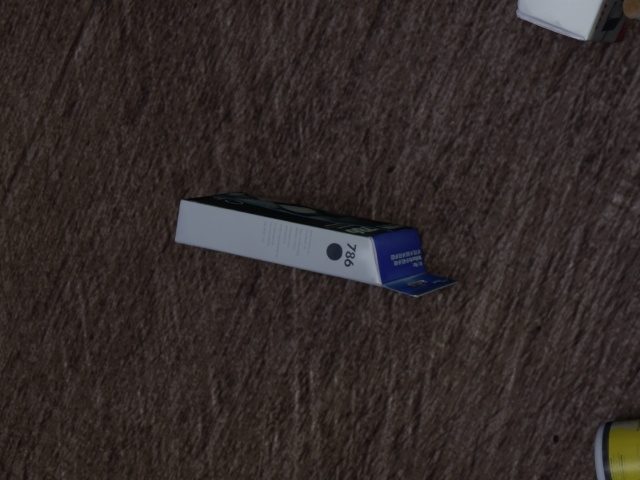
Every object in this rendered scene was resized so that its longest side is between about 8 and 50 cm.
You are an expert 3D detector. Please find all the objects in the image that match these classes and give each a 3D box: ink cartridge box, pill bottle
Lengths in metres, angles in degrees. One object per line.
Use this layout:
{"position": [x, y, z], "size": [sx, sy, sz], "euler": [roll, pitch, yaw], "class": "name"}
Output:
{"position": [0.000, 0.000, 1.936], "size": [0.333, 0.165, 0.065], "euler": [13, 99, 21], "class": "ink cartridge box"}
{"position": [0.424, 0.258, 1.815], "size": [0.184, 0.103, 0.103], "euler": [-9, 92, 23], "class": "pill bottle"}
{"position": [0.311, -0.311, 1.740], "size": [0.092, 0.218, 0.158], "euler": [25, 105, 19], "class": "ink cartridge box"}

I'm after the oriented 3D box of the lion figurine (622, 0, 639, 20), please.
{"position": [0.504, -0.175, 1.660], "size": [0.142, 0.240, 0.392], "euler": [-45, 79, 21], "class": "lion figurine"}
